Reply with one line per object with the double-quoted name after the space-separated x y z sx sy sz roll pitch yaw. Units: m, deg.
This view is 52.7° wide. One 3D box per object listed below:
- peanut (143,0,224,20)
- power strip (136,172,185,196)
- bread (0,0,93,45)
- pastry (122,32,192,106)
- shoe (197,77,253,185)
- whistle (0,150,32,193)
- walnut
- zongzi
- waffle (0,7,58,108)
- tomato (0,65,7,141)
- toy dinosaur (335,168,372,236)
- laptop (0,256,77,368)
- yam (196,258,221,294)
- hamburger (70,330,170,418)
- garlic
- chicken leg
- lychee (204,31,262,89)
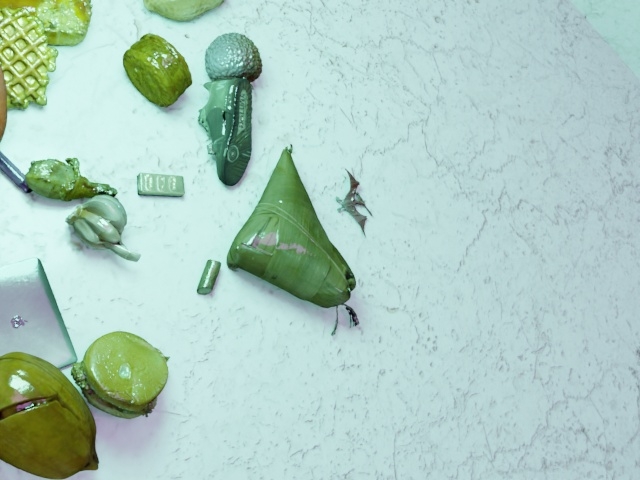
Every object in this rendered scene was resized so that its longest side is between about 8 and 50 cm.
-0.379 -0.701 1.838 0.253 0.122 0.137 -36 84 -27 "peanut"
-0.417 -0.145 1.697 0.123 0.032 0.056 1 76 -28 "power strip"
-0.706 -0.589 1.624 0.250 0.133 0.179 8 67 -27 "bread"
-0.428 -0.444 1.695 0.189 0.189 0.103 44 65 -10 "pastry"
-0.276 -0.304 1.786 0.109 0.149 0.292 -8 108 -61 "shoe"
-0.750 -0.182 1.533 0.176 0.033 0.033 47 60 -8 "whistle"
-0.588 0.381 1.358 0.336 0.209 0.209 48 59 -21 "walnut"
0.000 0.000 1.796 0.447 0.181 0.418 31 62 -19 "zongzi"
-0.755 -0.434 1.539 0.243 0.059 0.237 1 103 -21 "waffle"
-0.812 -0.303 1.371 0.341 0.341 0.273 44 46 -9 "tomato"
0.099 -0.112 1.961 0.108 0.032 0.220 -13 91 -34 "toy dinosaur"
-0.687 0.186 1.465 0.188 0.015 0.269 -20 85 -31 "laptop"
-0.290 0.096 1.685 0.043 0.043 0.094 24 65 -20 "yam"
-0.459 0.306 1.474 0.215 0.122 0.189 28 39 -25 "hamburger"
-0.505 -0.027 1.555 0.194 0.131 0.127 40 63 -2 "garlic"
-0.600 -0.143 1.573 0.228 0.088 0.103 8 44 -37 "chicken leg"
-0.243 -0.493 1.817 0.165 0.165 0.197 -12 72 -30 "lychee"
